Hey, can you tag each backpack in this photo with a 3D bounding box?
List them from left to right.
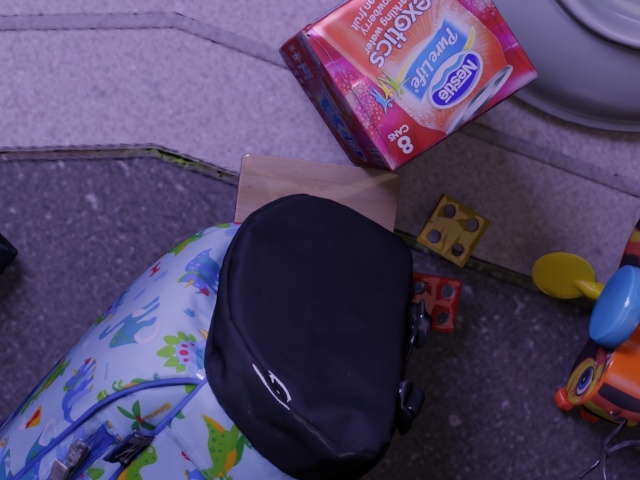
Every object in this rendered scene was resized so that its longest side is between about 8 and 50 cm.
[{"bbox_3d":[-0.108,0.152,1.195,0.273,0.290,0.355,25,122,-7],"label":"backpack"}]

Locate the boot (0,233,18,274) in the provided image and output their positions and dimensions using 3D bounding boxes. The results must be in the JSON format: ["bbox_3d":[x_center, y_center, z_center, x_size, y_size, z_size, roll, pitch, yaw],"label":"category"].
[{"bbox_3d":[-0.356,0.047,1.184,0.094,0.246,0.207,38,88,21],"label":"boot"}]

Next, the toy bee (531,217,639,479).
[{"bbox_3d":[0.250,0.085,1.311,0.195,0.162,0.298,46,64,0],"label":"toy bee"}]

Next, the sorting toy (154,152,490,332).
[{"bbox_3d":[0.000,0.000,1.308,0.275,0.046,0.132,7,95,-7],"label":"sorting toy"}]

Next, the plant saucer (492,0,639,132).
[{"bbox_3d":[0.272,-0.264,1.230,0.401,0.100,0.400,0,112,0],"label":"plant saucer"}]

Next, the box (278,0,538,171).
[{"bbox_3d":[0.058,-0.137,1.195,0.128,0.257,0.122,-33,96,-3],"label":"box"}]
